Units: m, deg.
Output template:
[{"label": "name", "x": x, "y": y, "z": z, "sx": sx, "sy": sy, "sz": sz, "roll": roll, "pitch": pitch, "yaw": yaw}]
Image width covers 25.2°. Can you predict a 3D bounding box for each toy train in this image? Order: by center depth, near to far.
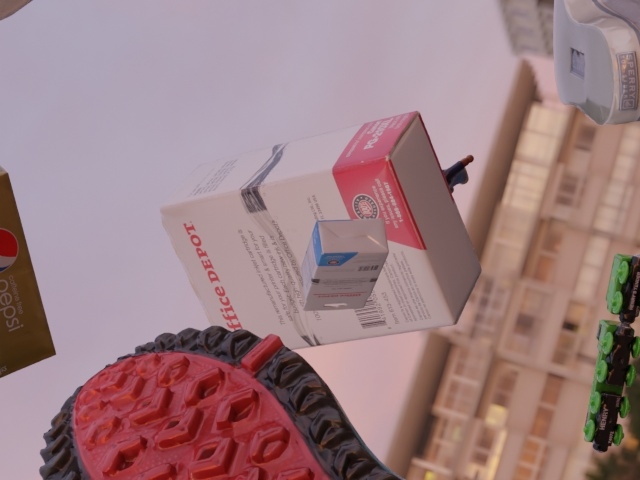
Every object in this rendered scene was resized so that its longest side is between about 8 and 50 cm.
[{"label": "toy train", "x": 0.120, "y": 0.045, "z": 0.585, "sx": 0.024, "sy": 0.017, "sz": 0.083, "roll": -119, "pitch": 38, "yaw": -78}]

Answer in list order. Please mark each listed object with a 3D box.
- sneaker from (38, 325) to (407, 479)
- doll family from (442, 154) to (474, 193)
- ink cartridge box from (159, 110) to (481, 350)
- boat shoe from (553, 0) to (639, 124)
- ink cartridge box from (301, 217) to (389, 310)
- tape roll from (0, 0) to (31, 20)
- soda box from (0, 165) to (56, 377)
[{"label": "sneaker", "x": 0.003, "y": 0.129, "z": 0.487, "sx": 0.104, "sy": 0.262, "sz": 0.125, "roll": -40, "pitch": -42, "yaw": -24}, {"label": "doll family", "x": 0.080, "y": -0.033, "z": 1.511, "sx": 0.193, "sy": 0.076, "sz": 0.111, "roll": -50, "pitch": -16, "yaw": 13}, {"label": "ink cartridge box", "x": 0.000, "y": 0.000, "z": 1.293, "sx": 0.172, "sy": 0.237, "sz": 0.100, "roll": 66, "pitch": -149, "yaw": -22}, {"label": "boat shoe", "x": 0.196, "y": -0.119, "z": 0.902, "sx": 0.227, "sy": 0.081, "sz": 0.079, "roll": -94, "pitch": 2, "yaw": -72}, {"label": "ink cartridge box", "x": 0.014, "y": 0.018, "z": 0.991, "sx": 0.083, "sy": 0.048, "sz": 0.028, "roll": 110, "pitch": 156, "yaw": -58}, {"label": "tape roll", "x": -0.264, "y": -0.271, "z": 0.921, "sx": 0.286, "sy": 0.100, "sz": 0.286, "roll": -30, "pitch": -39, "yaw": -28}, {"label": "soda box", "x": -0.276, "y": 0.022, "z": 1.195, "sx": 0.058, "sy": 0.061, "sz": 0.181, "roll": -23, "pitch": -57, "yaw": -23}]
